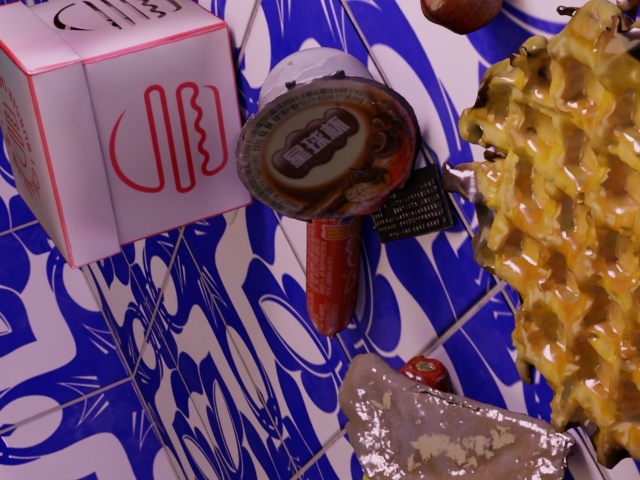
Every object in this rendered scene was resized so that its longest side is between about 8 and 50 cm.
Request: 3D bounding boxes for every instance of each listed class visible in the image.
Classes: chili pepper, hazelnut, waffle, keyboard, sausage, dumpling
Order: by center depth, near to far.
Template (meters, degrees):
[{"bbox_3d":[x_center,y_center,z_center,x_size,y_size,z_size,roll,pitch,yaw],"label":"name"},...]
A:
[{"bbox_3d":[0.243,0.002,0.990,0.382,0.095,0.380,69,158,6],"label":"waffle"},{"bbox_3d":[0.124,-0.226,1.084,0.086,0.086,0.086,50,152,39],"label":"hazelnut"},{"bbox_3d":[0.137,0.243,1.366,0.086,0.166,0.332,28,174,-42],"label":"dumpling"},{"bbox_3d":[0.097,-0.039,1.400,0.196,0.015,0.074,-14,97,68],"label":"keyboard"},{"bbox_3d":[0.125,0.197,1.491,0.073,0.071,0.123,-91,-7,-55],"label":"chili pepper"},{"bbox_3d":[0.015,0.034,1.585,0.074,0.074,0.274,52,154,36],"label":"sausage"}]

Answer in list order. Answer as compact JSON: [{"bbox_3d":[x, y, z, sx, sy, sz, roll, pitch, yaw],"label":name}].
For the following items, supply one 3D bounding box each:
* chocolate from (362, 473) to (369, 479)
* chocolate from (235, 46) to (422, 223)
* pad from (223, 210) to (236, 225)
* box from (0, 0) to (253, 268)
[{"bbox_3d":[0.154,0.437,1.438,0.289,0.137,0.300,13,97,64],"label":"chocolate"},{"bbox_3d":[0.009,-0.135,1.355,0.147,0.221,0.221,-92,2,-46],"label":"chocolate"},{"bbox_3d":[-0.158,-0.130,1.939,0.156,0.004,0.232,63,158,15],"label":"pad"},{"bbox_3d":[-0.307,-0.192,1.816,0.314,0.300,0.312,42,145,52],"label":"box"}]
